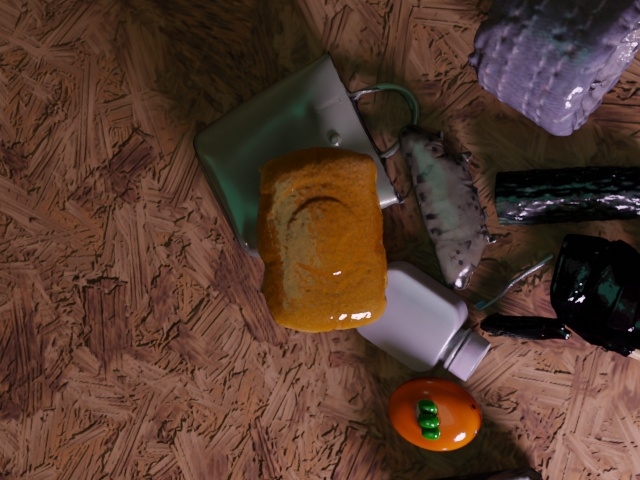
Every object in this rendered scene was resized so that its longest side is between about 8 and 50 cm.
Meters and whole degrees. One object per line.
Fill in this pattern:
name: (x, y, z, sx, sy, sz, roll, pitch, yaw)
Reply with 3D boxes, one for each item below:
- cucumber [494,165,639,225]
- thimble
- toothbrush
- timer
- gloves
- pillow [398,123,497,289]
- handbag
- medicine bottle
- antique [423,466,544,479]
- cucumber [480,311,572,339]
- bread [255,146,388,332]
cucumber: (0.344, -0.062, 1.797, 0.211, 0.062, 0.078, -3, 88, 14)
thimble: (0.317, -0.270, 1.733, 0.172, 0.205, 0.236, 38, 99, 13)
toothbrush: (0.269, 0.058, 1.842, 0.131, 0.011, 0.013, -36, 102, 11)
timer: (0.154, 0.236, 1.814, 0.136, 0.136, 0.099, 6, 85, 14)
gloves: (0.413, 0.083, 1.760, 0.203, 0.124, 0.164, 16, 112, 21)
pillow: (0.182, -0.053, 1.839, 0.093, 0.051, 0.241, -17, 91, 9)
handbag: (-0.008, -0.127, 1.868, 0.315, 0.109, 0.241, -26, 84, 9)
medicine bottle: (0.143, 0.117, 1.839, 0.183, 0.069, 0.119, 34, 111, 13)
antique: (0.218, 0.365, 1.812, 0.183, 0.088, 0.086, -10, 88, 14)
cucumber: (0.277, 0.119, 1.801, 0.135, 0.034, 0.033, 4, 127, 46)
bread: (0.000, 0.000, 1.774, 0.174, 0.121, 0.245, -3, 86, -1)
